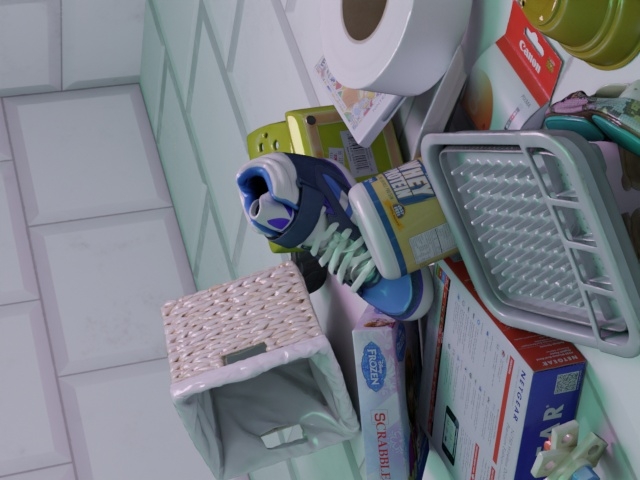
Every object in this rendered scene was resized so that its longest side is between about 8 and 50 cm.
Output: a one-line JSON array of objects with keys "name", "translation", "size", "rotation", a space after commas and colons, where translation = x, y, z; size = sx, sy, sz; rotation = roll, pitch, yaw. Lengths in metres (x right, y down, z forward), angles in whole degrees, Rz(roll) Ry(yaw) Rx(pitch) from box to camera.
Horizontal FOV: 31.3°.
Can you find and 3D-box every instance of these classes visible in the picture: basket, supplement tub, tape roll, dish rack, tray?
[{"name": "basket", "translation": [-0.128, 0.272, 2.357], "size": [0.266, 0.328, 0.331], "rotation": [-109, 1, -46]}, {"name": "supplement tub", "translation": [0.153, -0.045, 1.584], "size": [0.144, 0.199, 0.144], "rotation": [157, 90, -88]}, {"name": "tape roll", "translation": [0.106, -0.359, 1.683], "size": [0.286, 0.100, 0.286], "rotation": [-12, 76, 62]}, {"name": "dish rack", "translation": [0.266, -0.016, 1.376], "size": [0.333, 0.072, 0.286], "rotation": [10, 128, 65]}, {"name": "tray", "translation": [0.168, -0.160, 1.658], "size": [0.270, 0.030, 0.145], "rotation": [97, -162, -70]}]

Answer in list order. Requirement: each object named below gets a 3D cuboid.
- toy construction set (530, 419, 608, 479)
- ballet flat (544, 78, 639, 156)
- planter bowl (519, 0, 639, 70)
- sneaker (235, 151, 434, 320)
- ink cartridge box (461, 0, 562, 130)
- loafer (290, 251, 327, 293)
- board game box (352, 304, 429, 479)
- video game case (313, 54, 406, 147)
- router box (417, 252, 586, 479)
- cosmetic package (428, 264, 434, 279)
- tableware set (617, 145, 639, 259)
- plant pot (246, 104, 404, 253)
[{"name": "toy construction set", "translation": [0.330, 0.388, 1.374], "size": [0.328, 0.151, 0.215], "rotation": [-108, -6, -49]}, {"name": "ballet flat", "translation": [0.328, -0.140, 1.260], "size": [0.077, 0.079, 0.221], "rotation": [40, 177, -21]}, {"name": "planter bowl", "translation": [0.283, -0.297, 1.293], "size": [0.217, 0.090, 0.217], "rotation": [171, 90, -72]}, {"name": "sneaker", "translation": [0.000, -0.001, 1.688], "size": [0.130, 0.236, 0.323], "rotation": [-51, 61, 31]}, {"name": "ink cartridge box", "translation": [0.250, -0.205, 1.515], "size": [0.179, 0.045, 0.145], "rotation": [97, 156, -47]}, {"name": "loafer", "translation": [-0.032, 0.003, 2.378], "size": [0.084, 0.096, 0.268], "rotation": [54, 152, 33]}, {"name": "board game box", "translation": [0.121, 0.254, 1.858], "size": [0.319, 0.065, 0.318], "rotation": [-50, -45, -74]}, {"name": "video game case", "translation": [0.087, -0.292, 1.838], "size": [0.206, 0.026, 0.227], "rotation": [-52, 40, 23]}, {"name": "router box", "translation": [0.248, 0.224, 1.658], "size": [0.301, 0.082, 0.336], "rotation": [-123, 30, -52]}, {"name": "cosmetic package", "translation": [0.184, 0.069, 1.849], "size": [0.115, 0.041, 0.060], "rotation": [167, 94, -72]}, {"name": "tableware set", "translation": [0.375, -0.039, 1.247], "size": [0.168, 0.020, 0.141], "rotation": [-165, 68, -71]}, {"name": "plant pot", "translation": [0.025, -0.120, 1.971], "size": [0.207, 0.227, 0.228], "rotation": [-33, 69, 64]}]
